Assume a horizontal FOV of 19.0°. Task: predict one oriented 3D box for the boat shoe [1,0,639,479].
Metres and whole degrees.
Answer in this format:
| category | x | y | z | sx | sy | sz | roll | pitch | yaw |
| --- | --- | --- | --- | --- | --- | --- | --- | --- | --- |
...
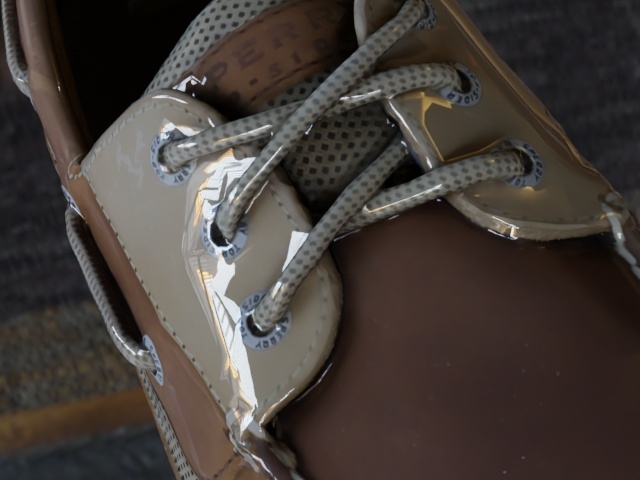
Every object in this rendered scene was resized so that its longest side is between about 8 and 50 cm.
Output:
| category | x | y | z | sx | sy | sz | roll | pitch | yaw |
| --- | --- | --- | --- | --- | --- | --- | --- | --- | --- |
| boat shoe | 0.000 | 0.000 | 0.415 | 0.123 | 0.116 | 0.324 | -32 | 42 | -9 |
